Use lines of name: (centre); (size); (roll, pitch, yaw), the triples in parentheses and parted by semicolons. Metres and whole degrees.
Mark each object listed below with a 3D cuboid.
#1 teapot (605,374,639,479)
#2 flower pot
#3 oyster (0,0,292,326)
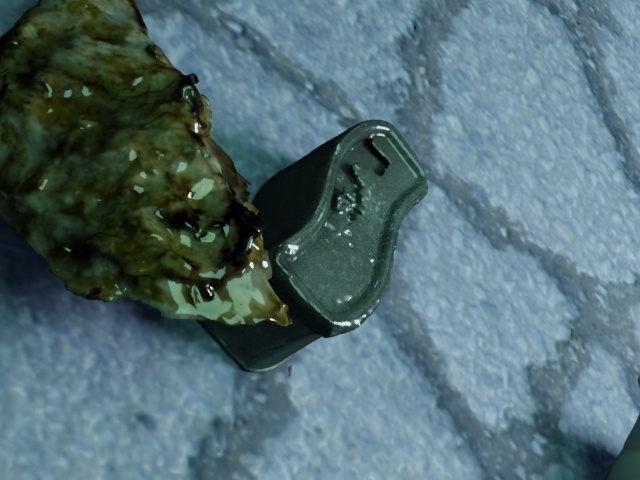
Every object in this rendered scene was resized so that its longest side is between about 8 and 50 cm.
teapot: (0.332, 0.291, 1.220); (0.220, 0.149, 0.318); (25, 62, 10)
flower pot: (0.000, 0.000, 1.115); (0.103, 0.108, 0.229); (45, 45, -16)
oyster: (-0.160, -0.086, 0.987); (0.204, 0.111, 0.396); (-7, 53, -33)
